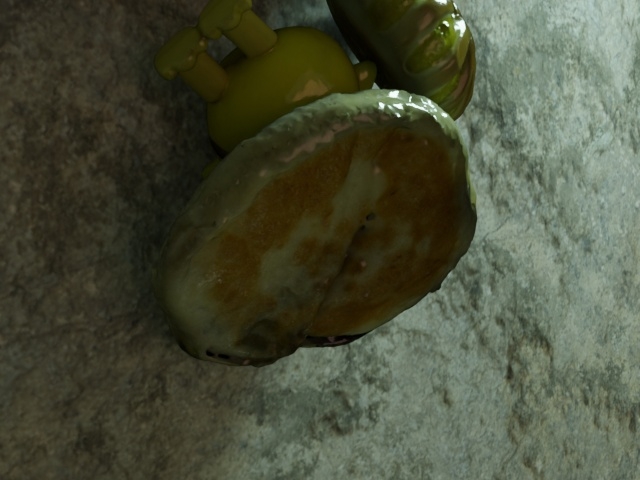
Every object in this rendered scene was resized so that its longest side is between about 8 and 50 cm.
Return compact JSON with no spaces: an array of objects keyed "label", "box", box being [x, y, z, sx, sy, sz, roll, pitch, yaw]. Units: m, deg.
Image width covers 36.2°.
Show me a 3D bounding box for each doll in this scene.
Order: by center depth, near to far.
[{"label":"doll","box":[-0.017,-0.104,0.972,0.199,0.145,0.363,-37,138,13]}]

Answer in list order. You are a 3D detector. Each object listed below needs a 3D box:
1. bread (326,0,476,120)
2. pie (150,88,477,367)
[{"label":"bread","box":[0.090,-0.207,0.989,0.105,0.213,0.213,-34,120,0]},{"label":"pie","box":[0.000,0.001,0.922,0.339,0.077,0.339,-18,137,-17]}]
